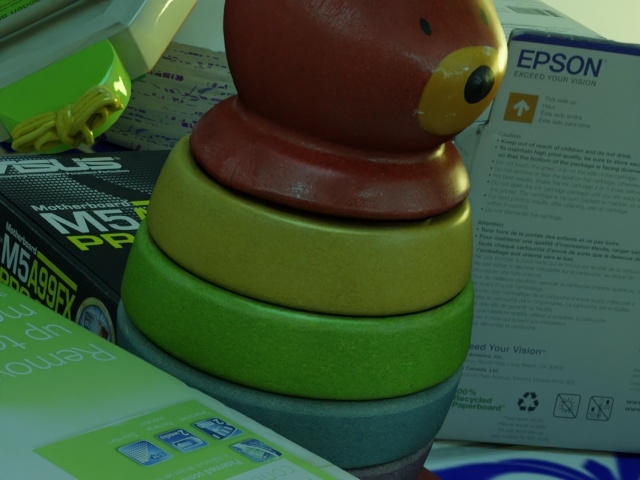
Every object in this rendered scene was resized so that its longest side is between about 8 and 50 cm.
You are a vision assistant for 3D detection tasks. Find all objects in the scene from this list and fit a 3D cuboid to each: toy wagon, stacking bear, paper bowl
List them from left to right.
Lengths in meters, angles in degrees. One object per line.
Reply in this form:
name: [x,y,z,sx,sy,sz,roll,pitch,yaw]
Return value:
toy wagon: [-0.192,-0.151,1.235,0.267,0.068,0.344,-26,44,0]
paper bowl: [-0.074,-0.164,1.401,0.284,0.148,0.284,10,22,-4]
stacking bear: [0.000,0.000,0.807,0.175,0.289,0.164,-9,29,-43]

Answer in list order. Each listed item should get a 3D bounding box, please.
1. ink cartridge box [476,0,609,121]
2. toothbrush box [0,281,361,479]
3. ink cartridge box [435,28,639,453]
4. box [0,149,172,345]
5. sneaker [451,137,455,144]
ink cartridge box: [0.144,-0.125,1.485,0.160,0.092,0.219,0,24,-27]
toothbrush box: [-0.115,0.127,0.659,0.283,0.122,0.206,27,26,32]
ink cartridge box: [0.168,0.004,0.982,0.223,0.224,0.045,6,21,-15]
box: [-0.045,0.013,1.075,0.270,0.060,0.216,-4,26,-35]
sneaker: [0.114,-0.039,1.172,0.185,0.084,0.069,41,43,10]
